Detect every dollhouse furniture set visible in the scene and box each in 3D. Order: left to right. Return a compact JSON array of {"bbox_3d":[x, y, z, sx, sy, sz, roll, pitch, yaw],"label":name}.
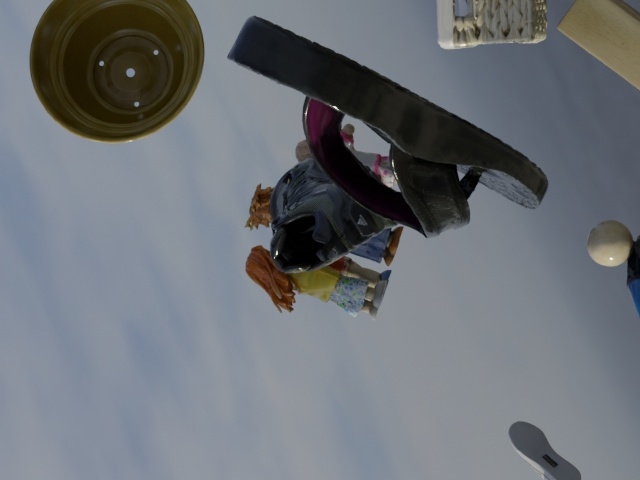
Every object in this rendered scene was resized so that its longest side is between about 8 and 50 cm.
[{"bbox_3d":[0.324,-0.219,1.629,0.144,0.151,0.123,38,-156,7],"label":"dollhouse furniture set"}]

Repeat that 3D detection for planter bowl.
[{"bbox_3d":[-0.242,-0.217,2.240,0.217,0.217,0.090,64,-178,12],"label":"planter bowl"}]

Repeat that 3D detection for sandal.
[{"bbox_3d":[0.050,-0.077,1.527,0.168,0.107,0.446,28,-176,32],"label":"sandal"}]

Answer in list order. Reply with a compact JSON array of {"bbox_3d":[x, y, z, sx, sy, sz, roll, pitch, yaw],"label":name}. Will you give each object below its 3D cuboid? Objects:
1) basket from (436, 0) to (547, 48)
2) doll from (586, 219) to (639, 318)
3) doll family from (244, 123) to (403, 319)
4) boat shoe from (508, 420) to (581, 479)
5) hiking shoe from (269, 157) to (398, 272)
[{"bbox_3d":[0.188,-0.267,1.969,0.167,0.103,0.113,-29,-62,-76],"label":"basket"},{"bbox_3d":[0.300,0.037,1.452,0.189,0.129,0.046,27,161,0],"label":"doll"},{"bbox_3d":[0.000,0.000,1.952,0.263,0.163,0.118,104,-175,-46],"label":"doll family"},{"bbox_3d":[0.229,0.227,1.861,0.100,0.035,0.035,41,152,32],"label":"boat shoe"},{"bbox_3d":[-0.016,-0.021,1.777,0.086,0.114,0.227,59,160,-11],"label":"hiking shoe"}]
